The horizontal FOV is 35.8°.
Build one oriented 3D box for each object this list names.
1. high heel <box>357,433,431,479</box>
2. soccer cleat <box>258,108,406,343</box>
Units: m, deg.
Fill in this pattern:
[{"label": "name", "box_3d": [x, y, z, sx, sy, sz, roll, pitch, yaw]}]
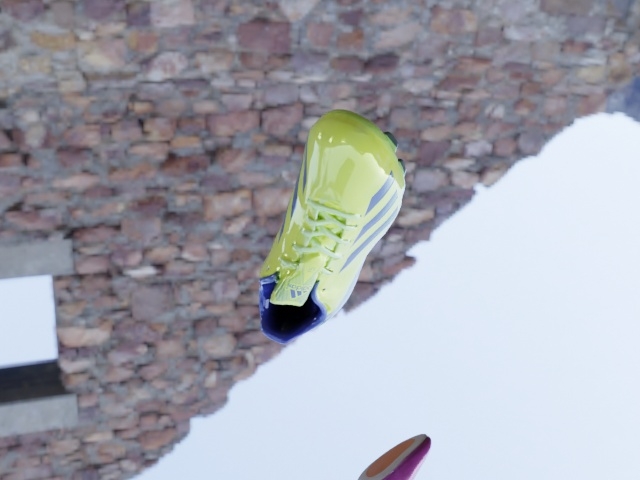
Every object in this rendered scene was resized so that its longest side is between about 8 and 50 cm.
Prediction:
[{"label": "high heel", "box_3d": [0.083, 0.371, 1.302, 0.244, 0.117, 0.082, -45, -174, -13]}, {"label": "soccer cleat", "box_3d": [0.001, 0.001, 0.875, 0.093, 0.289, 0.121, 31, -122, 9]}]
